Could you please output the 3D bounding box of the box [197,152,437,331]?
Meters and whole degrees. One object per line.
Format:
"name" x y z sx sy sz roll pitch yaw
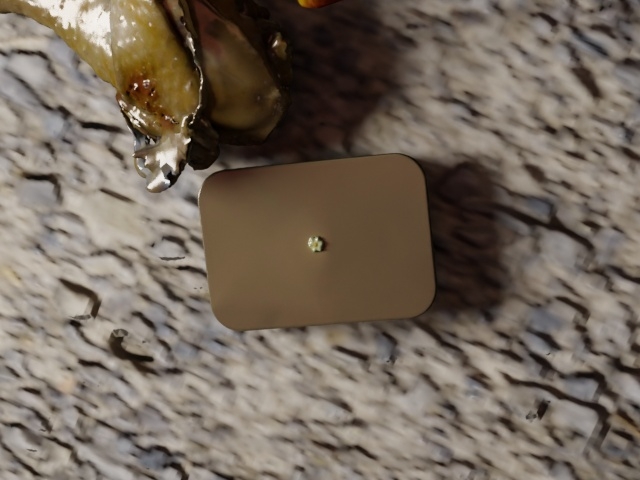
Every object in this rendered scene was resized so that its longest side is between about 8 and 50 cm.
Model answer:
"box" 0.000 0.000 0.769 0.126 0.031 0.091 -6 97 11

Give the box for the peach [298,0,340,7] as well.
"peach" 0.021 -0.301 0.618 0.306 0.242 0.380 28 92 -17

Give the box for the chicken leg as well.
"chicken leg" -0.104 -0.116 0.750 0.196 0.080 0.125 41 117 3
